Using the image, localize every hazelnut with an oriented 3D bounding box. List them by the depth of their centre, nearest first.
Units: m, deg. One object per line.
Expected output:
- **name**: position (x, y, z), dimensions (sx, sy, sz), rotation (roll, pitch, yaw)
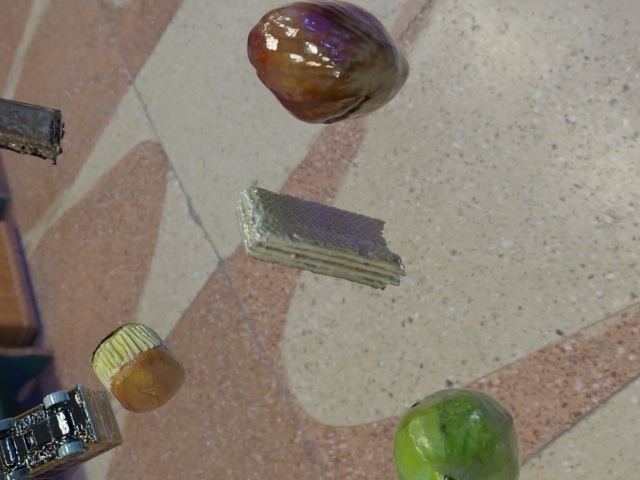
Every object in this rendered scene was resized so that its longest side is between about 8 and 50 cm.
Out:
- **hazelnut**: position (0.013, -0.237, 1.092), dimensions (0.181, 0.212, 0.181), rotation (-47, 63, 31)

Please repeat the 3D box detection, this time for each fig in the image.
- **fig**: position (0.221, 0.355, 1.365), dimensions (0.233, 0.314, 0.233), rotation (-12, 63, 26)

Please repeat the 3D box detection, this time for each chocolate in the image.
- **chocolate**: position (-0.546, -0.199, 1.199), dimensions (0.065, 0.329, 0.102), rotation (-52, 37, 41)

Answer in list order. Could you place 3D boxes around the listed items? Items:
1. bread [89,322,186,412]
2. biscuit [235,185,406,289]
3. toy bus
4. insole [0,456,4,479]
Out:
- **bread**: position (-0.324, 0.237, 1.446), dimensions (0.132, 0.190, 0.114), rotation (-43, 56, -10)
- **biscuit**: position (0.000, 0.000, 1.089), dimensions (0.061, 0.239, 0.108), rotation (-58, 33, 31)
- **toy bus**: position (-0.560, 0.412, 1.632), dimensions (0.275, 0.167, 0.138), rotation (-27, 71, 5)
- **insole**: position (-0.216, 0.075, 0.446), dimensions (0.153, 0.002, 0.053), rotation (43, 132, 22)
